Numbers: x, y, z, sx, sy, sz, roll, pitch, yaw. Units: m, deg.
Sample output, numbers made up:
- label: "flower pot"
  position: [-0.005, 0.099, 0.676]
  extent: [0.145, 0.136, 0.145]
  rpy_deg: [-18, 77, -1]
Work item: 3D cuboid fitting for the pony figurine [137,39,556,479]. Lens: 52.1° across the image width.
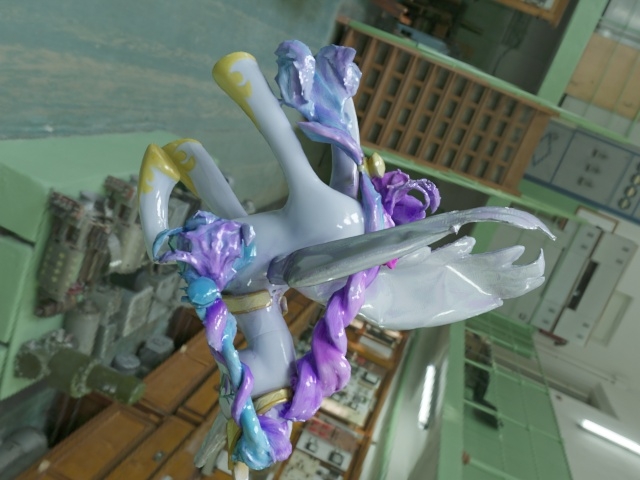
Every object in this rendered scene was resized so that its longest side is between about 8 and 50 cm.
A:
- label: "pony figurine"
  position: [0.000, 0.000, 0.585]
  extent: [0.351, 0.363, 0.303]
  rpy_deg: [-25, 157, 14]
